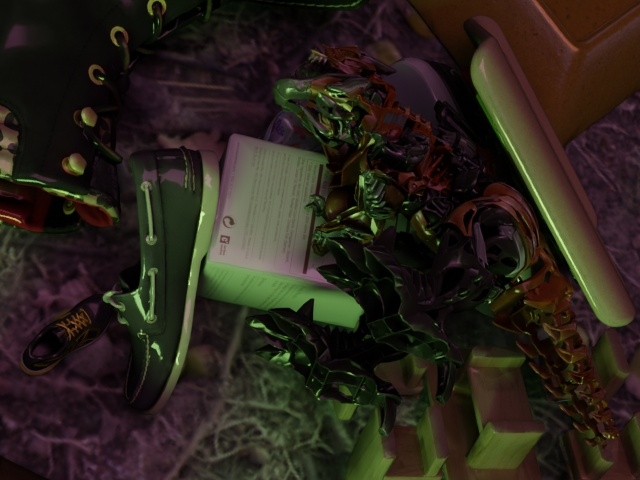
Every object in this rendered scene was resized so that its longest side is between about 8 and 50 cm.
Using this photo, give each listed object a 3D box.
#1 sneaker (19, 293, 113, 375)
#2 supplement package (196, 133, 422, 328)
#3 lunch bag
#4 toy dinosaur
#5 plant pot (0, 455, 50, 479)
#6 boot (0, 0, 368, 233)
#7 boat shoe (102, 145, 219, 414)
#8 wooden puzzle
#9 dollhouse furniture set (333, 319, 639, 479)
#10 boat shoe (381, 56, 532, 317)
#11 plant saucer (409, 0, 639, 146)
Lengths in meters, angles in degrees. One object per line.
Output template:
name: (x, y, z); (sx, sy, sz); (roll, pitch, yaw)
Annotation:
sneaker: (-0.185, 0.069, 0.880); (0.031, 0.035, 0.083); (47, 68, 1)
supplement package: (0.000, 0.000, 0.912); (0.179, 0.105, 0.105); (13, 71, -11)
lunch bag: (-0.017, -0.081, 0.951); (0.083, 0.071, 0.053); (-27, 86, -23)
toy dinosaur: (0.083, 0.006, 0.804); (0.322, 0.164, 0.218); (34, 50, 20)
plant pot: (-0.202, 0.223, 0.773); (0.165, 0.167, 0.167); (25, 69, -16)
boot: (-0.148, -0.147, 0.899); (0.377, 0.138, 0.284); (10, 71, -8)
boat shoe: (-0.124, 0.029, 0.849); (0.065, 0.075, 0.206); (7, 111, -22)
wooden puzzle: (0.162, -0.060, 0.905); (0.044, 0.239, 0.221); (-27, 101, 14)
dollhouse furniture set: (0.125, 0.198, 0.895); (0.212, 0.161, 0.242); (2, 51, -14)
boat shoe: (0.124, -0.049, 0.983); (0.076, 0.080, 0.228); (-14, 72, -44)
plant saucer: (0.224, -0.296, 1.074); (0.332, 0.081, 0.333); (-36, 85, -21)
